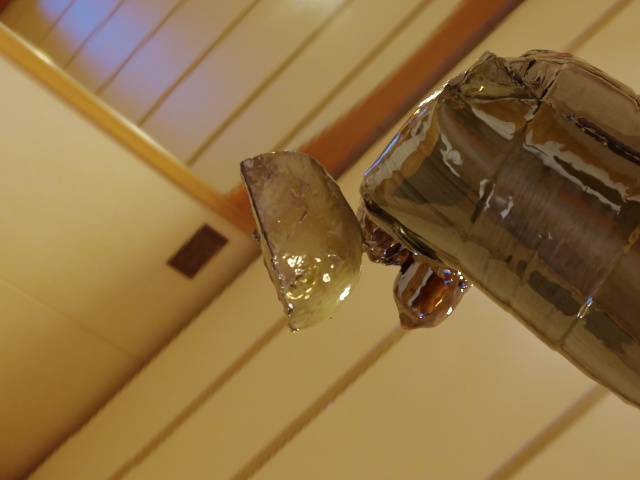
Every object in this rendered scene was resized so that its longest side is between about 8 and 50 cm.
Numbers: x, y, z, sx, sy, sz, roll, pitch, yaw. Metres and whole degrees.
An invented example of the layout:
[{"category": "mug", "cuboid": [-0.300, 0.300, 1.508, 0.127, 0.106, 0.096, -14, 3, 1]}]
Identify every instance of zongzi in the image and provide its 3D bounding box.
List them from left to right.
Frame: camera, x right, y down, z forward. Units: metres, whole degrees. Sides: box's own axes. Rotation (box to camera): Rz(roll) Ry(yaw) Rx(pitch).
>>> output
[{"category": "zongzi", "cuboid": [0.344, -0.015, 0.989, 0.467, 0.500, 0.218, -34, 159, -51]}]

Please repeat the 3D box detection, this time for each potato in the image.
[{"category": "potato", "cuboid": [0.000, 0.000, 0.769, 0.089, 0.172, 0.101, -18, -115, -7]}]

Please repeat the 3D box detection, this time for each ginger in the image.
[{"category": "ginger", "cuboid": [0.220, -0.085, 1.438, 0.418, 0.176, 0.254, -41, -116, 18]}]
